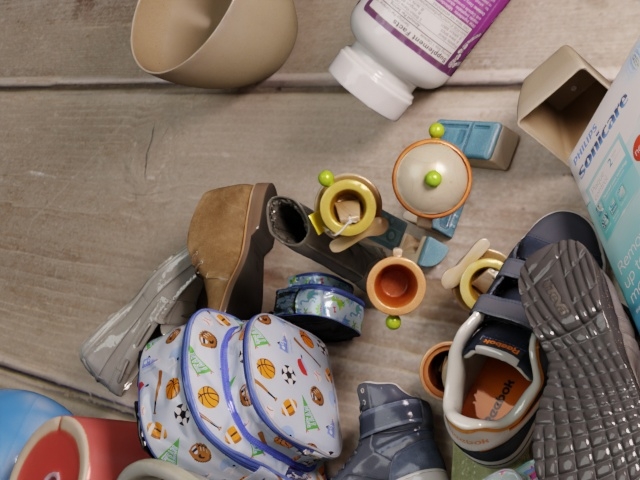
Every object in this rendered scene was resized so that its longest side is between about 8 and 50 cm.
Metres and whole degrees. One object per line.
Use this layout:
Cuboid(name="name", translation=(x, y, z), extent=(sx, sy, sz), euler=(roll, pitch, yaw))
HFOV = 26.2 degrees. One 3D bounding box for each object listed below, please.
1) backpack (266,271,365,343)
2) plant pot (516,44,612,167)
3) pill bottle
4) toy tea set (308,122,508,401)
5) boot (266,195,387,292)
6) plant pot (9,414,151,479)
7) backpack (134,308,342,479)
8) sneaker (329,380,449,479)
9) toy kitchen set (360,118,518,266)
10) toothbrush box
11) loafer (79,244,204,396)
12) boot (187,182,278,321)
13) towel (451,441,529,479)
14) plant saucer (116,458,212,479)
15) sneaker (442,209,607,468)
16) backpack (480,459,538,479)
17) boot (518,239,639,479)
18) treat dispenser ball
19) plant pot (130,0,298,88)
Cuboid(name="backpack", translation=(0.002, 0.091, 1.891), extent=(0.114, 0.105, 0.084), euler=(-4, 66, 45))
Cuboid(name="plant pot", translation=(0.309, -0.177, 1.706), extent=(0.109, 0.109, 0.096), euler=(-41, 31, 26))
Cuboid(name="pill bottle", translation=(0.148, -0.320, 1.914), extent=(0.301, 0.169, 0.169), euler=(-52, 40, 13))
Cuboid(name="toy tea set", translation=(0.135, 0.032, 1.660), extent=(0.200, 0.336, 0.124), euler=(-31, 1, 2))
Cuboid(name="boot", translation=(0.001, -0.002, 1.862), extent=(0.189, 0.208, 0.076), euler=(38, 101, 52))
Cuboid(name="plant pot", translation=(-0.292, 0.374, 1.951), extent=(0.275, 0.243, 0.275), euler=(-25, 52, 37))
Cuboid(name="backpack", translation=(-0.110, 0.218, 1.814), extent=(0.213, 0.263, 0.277), euler=(-41, 44, 30))
Cuboid(name="sneaker", translation=(0.051, 0.271, 1.735), extent=(0.226, 0.086, 0.163), euler=(-26, 61, 25))
Cuboid(name="toy kitchen set", translation=(0.134, -0.079, 1.791), extent=(0.122, 0.166, 0.207), euler=(9, 76, 51))
Cuboid(name="toothbrush box", translation=(0.394, -0.060, 1.444), extent=(0.296, 0.126, 0.216), euler=(-100, 26, -45))
Cuboid(name="loafer", translation=(-0.242, 0.113, 2.173), extent=(0.319, 0.112, 0.111), euler=(-45, 80, 13))
Cuboid(name="boot", translation=(-0.146, 0.050, 2.052), extent=(0.115, 0.112, 0.305), euler=(2, 58, 15))
Cuboid(name="towel", translation=(0.203, 0.256, 1.632), extent=(0.110, 0.027, 0.148), euler=(-22, 52, 38))
Cuboid(name="plant saucer", translation=(-0.109, 0.437, 1.715), extent=(0.400, 0.100, 0.401), euler=(33, 136, 39))
Cuboid(name="sneaker", translation=(0.236, 0.099, 1.575), extent=(0.126, 0.127, 0.321), euler=(15, 75, 27))
Cuboid(name="backpack", translation=(0.199, 0.343, 1.496), extent=(0.188, 0.144, 0.166), euler=(-38, 50, 32))
Cuboid(name="boot", translation=(0.310, 0.178, 1.406), extent=(0.118, 0.222, 0.338), euler=(-18, 52, 29))
Cuboid(name="treat dispenser ball", translation=(-0.485, 0.374, 2.133), extent=(0.288, 0.288, 0.288), euler=(-26, 51, 37))
Cuboid(name="plant pot", translation=(-0.148, -0.361, 2.253), extent=(0.284, 0.191, 0.284), euler=(-27, 50, 37))
